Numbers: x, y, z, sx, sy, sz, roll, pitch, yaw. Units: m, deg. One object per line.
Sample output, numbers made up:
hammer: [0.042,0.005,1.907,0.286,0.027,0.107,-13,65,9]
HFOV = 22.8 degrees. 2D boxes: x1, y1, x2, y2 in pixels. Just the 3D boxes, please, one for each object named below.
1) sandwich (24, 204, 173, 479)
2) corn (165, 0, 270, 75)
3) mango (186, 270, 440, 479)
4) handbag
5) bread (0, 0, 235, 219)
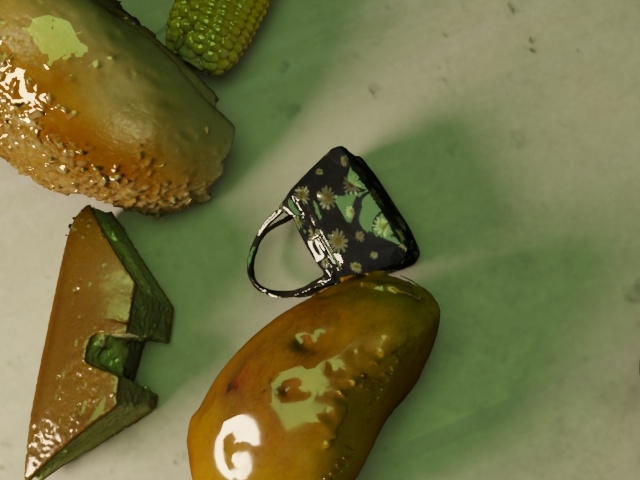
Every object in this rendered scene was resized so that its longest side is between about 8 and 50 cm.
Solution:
sandwich: [-0.183,0.089,1.335,0.088,0.090,0.245,9,79,12]
corn: [-0.063,-0.264,1.406,0.081,0.081,0.248,23,82,12]
mango: [-0.003,0.127,1.271,0.248,0.151,0.156,-43,42,0]
handbag: [0.000,0.000,1.343,0.139,0.072,0.115,-33,79,3]
bread: [-0.227,-0.143,1.342,0.314,0.192,0.171,36,83,14]
